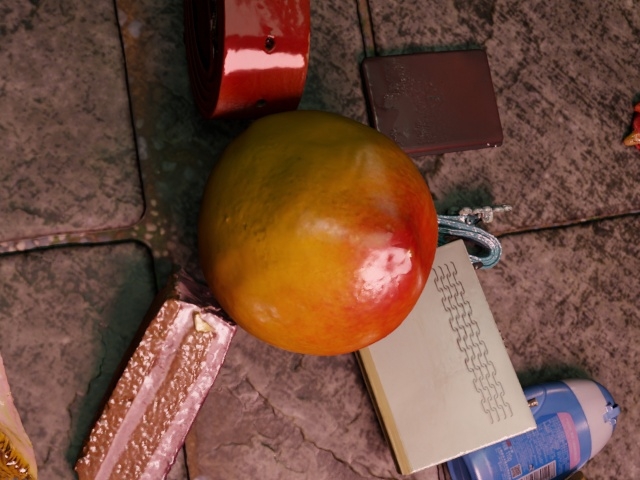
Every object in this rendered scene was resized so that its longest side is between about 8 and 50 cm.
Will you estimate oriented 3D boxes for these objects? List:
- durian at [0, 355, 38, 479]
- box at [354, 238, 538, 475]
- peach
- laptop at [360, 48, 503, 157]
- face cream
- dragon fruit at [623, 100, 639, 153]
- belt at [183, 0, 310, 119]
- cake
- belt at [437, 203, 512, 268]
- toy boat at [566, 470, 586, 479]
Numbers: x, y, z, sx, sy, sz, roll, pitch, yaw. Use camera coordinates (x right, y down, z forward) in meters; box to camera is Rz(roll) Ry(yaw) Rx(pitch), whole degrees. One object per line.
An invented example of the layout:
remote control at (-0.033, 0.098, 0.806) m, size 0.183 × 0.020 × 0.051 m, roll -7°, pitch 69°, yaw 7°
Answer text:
durian at (-0.472, 0.174, 0.970) m, size 0.195 × 0.185 × 0.305 m, roll -20°, pitch 98°, yaw 4°
box at (0.154, 0.152, 1.151) m, size 0.210 × 0.045 × 0.270 m, roll -21°, pitch 77°, yaw -2°
peach at (0.000, 0.005, 1.015) m, size 0.289 × 0.289 × 0.308 m, roll -34°, pitch 53°, yaw -19°
laptop at (0.164, -0.201, 1.261) m, size 0.207 × 0.026 × 0.154 m, roll -9°, pitch 84°, yaw -20°
face cream at (0.306, 0.275, 1.211) m, size 0.263 × 0.083 × 0.149 m, roll -19°, pitch 101°, yaw -19°
dragon fruit at (0.555, -0.181, 1.362) m, size 0.126 × 0.068 × 0.112 m, roll 17°, pitch 77°, yaw -17°
belt at (-0.103, -0.305, 1.082) m, size 0.115 × 0.227 × 0.324 m, roll -1°, pitch 73°, yaw -22°
cake at (-0.197, 0.181, 1.056) m, size 0.115 × 0.113 × 0.295 m, roll 25°, pitch 82°, yaw -12°
belt at (0.176, -0.021, 1.221) m, size 0.179 × 0.065 × 0.100 m, roll 12°, pitch 89°, yaw -17°
toy boat at (0.203, 0.458, 1.113) m, size 0.445 × 0.162 × 0.136 m, roll -30°, pitch 93°, yaw -16°
